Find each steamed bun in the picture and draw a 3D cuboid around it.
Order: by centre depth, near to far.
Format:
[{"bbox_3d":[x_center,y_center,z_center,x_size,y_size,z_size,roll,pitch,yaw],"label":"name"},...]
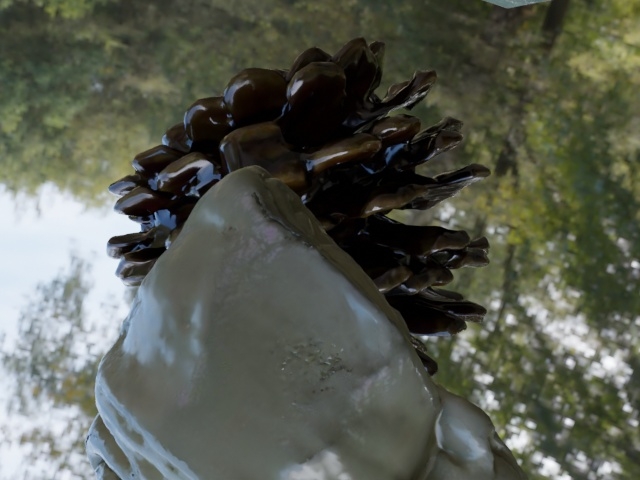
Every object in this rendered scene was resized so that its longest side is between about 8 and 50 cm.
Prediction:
[{"bbox_3d":[-0.023,0.102,0.490,0.144,0.218,0.211,-37,-102,-25],"label":"steamed bun"}]

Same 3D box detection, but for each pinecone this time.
[{"bbox_3d":[0.000,0.000,1.120,0.398,0.397,0.398,17,-166,-4],"label":"pinecone"}]

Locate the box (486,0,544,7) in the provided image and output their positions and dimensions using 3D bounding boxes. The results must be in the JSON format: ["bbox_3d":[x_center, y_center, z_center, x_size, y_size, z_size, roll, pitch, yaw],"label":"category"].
[{"bbox_3d":[0.189,-0.336,0.989,0.086,0.225,0.129,13,-177,-19],"label":"box"}]
